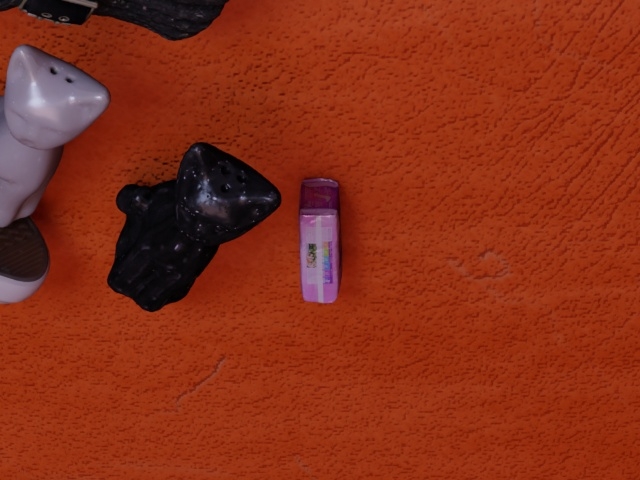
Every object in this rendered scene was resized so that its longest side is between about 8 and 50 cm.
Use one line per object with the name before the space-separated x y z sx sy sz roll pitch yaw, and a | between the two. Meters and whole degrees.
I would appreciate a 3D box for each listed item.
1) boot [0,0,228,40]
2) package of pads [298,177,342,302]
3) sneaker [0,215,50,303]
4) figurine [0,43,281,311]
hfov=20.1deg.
boot | -0.213 -0.187 1.202 0.260 0.131 0.348 -1 172 -32
package of pads | 0.000 0.000 1.354 0.032 0.050 0.083 -1 125 2
sneaker | -0.342 -0.020 1.361 0.290 0.106 0.123 29 128 0
figurine | -0.147 -0.050 1.257 0.215 0.092 0.209 30 157 -13
